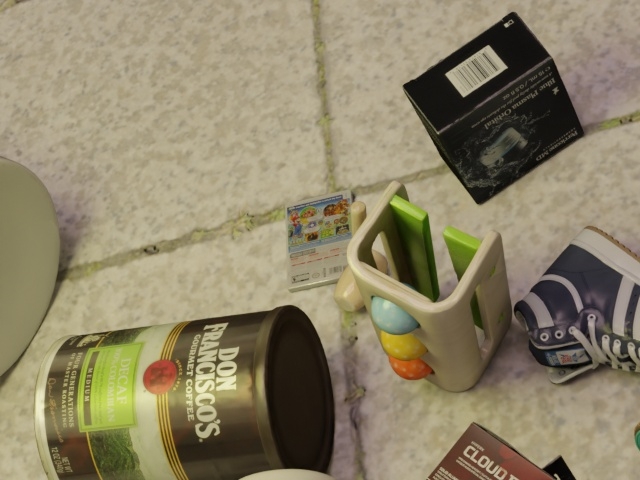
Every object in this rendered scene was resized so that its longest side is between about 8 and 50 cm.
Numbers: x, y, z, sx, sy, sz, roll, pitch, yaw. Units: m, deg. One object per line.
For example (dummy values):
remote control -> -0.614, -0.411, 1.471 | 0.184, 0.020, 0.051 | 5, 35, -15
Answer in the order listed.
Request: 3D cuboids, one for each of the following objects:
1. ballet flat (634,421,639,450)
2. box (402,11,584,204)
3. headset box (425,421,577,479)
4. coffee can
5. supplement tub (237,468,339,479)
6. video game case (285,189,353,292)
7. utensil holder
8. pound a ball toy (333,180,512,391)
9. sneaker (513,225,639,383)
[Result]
ballet flat -> 0.419, 0.208, 1.590 | 0.206, 0.073, 0.067 | 14, 40, 27
box -> 0.201, -0.150, 1.831 | 0.156, 0.158, 0.093 | -34, 53, 2
headset box -> 0.140, 0.325, 1.509 | 0.110, 0.218, 0.293 | 34, 78, 34
coffee can -> -0.147, 0.188, 1.756 | 0.275, 0.201, 0.202 | -9, 58, 20
supplement tub -> -0.031, 0.349, 1.617 | 0.144, 0.144, 0.200 | -14, 56, 16
video game case -> 0.000, 0.000, 1.921 | 0.087, 0.011, 0.122 | -13, 57, 17
utensil holder -> -0.566, 0.000, 1.985 | 0.385, 0.327, 0.328 | 18, 70, 28
pound a ball toy -> 0.081, 0.056, 1.693 | 0.208, 0.319, 0.136 | 28, 75, 18
sneaker -> 0.322, 0.110, 1.658 | 0.153, 0.099, 0.282 | -41, 46, -9
